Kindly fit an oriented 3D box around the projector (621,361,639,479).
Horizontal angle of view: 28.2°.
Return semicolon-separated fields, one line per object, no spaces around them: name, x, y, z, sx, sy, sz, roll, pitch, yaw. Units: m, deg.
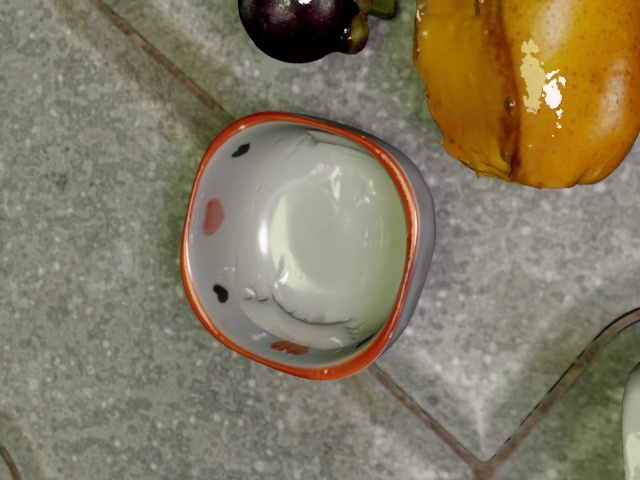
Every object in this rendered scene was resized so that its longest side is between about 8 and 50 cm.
projector;0.380;0.200;0.956;0.249;0.248;0.248;-4;94;27

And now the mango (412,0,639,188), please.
mango;0.172;-0.209;1.068;0.199;0.201;0.350;-3;85;-9

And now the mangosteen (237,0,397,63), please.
mangosteen;-0.003;-0.229;1.183;0.151;0.137;0.137;12;103;-10

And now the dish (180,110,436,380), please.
dish;0.000;0.000;1.199;0.256;0.117;0.256;3;97;27
